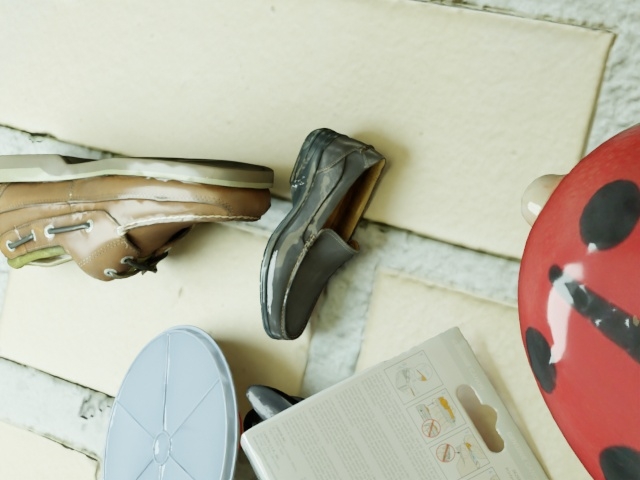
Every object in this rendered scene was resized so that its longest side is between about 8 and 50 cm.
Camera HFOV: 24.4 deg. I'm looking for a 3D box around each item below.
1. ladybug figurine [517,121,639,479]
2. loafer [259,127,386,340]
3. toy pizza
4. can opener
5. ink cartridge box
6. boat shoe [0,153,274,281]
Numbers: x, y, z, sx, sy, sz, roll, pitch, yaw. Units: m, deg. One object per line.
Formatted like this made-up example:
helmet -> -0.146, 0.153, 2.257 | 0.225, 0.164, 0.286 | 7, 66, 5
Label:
ladybug figurine -> 0.279, 0.089, 0.851 | 0.449, 0.162, 0.305 | 34, 117, 32
loafer -> 0.000, 0.000, 1.141 | 0.061, 0.062, 0.170 | 18, 96, 30
toy pizza -> -0.115, 0.169, 1.192 | 0.201, 0.032, 0.201 | -21, 63, 50
can opener -> 0.011, 0.181, 1.114 | 0.186, 0.073, 0.059 | 42, 100, 21
ink cartridge box -> 0.053, 0.163, 1.062 | 0.179, 0.045, 0.145 | -25, 70, -13
boat shoe -> -0.156, -0.017, 1.229 | 0.307, 0.111, 0.104 | 2, 89, 44
